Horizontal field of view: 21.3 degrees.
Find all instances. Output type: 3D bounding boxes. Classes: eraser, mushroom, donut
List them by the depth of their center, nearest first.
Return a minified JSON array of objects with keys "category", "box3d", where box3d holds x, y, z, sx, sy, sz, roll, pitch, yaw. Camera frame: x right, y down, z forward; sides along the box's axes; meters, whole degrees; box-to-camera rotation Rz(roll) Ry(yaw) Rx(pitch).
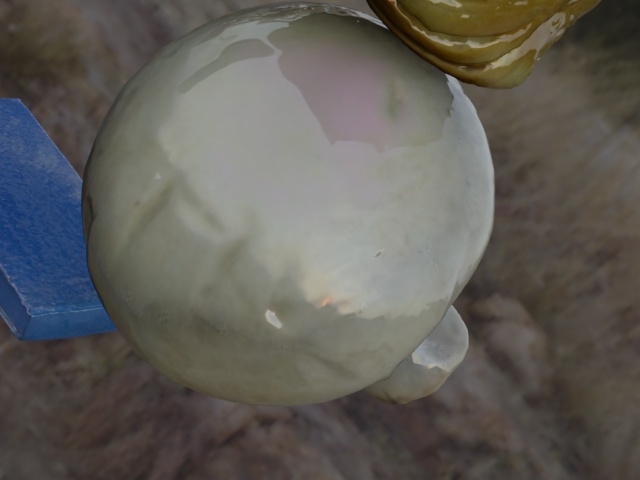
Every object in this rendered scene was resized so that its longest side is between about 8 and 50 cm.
[{"category":"donut","box3d":[0.053,-0.264,1.192,0.360,0.170,0.360,43,15,-15]},{"category":"mushroom","box3d":[-0.009,-0.002,1.280,0.356,0.315,0.315,54,17,-9]},{"category":"eraser","box3d":[-0.273,-0.025,1.549,0.144,0.042,0.312,-7,43,-38]}]
